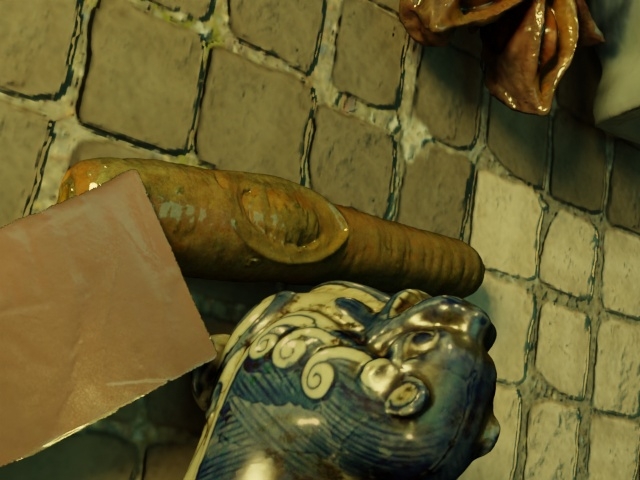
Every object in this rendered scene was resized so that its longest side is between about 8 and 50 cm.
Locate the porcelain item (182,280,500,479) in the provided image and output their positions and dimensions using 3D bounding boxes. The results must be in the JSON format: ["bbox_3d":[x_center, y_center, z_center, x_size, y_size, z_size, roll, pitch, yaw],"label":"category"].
[{"bbox_3d":[-0.013,0.153,0.491,0.138,0.186,0.288,41,63,-30],"label":"porcelain item"}]

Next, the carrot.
[{"bbox_3d":[-0.001,0.001,0.594,0.342,0.070,0.070,9,79,-38],"label":"carrot"}]

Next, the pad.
[{"bbox_3d":[-0.155,0.052,0.466,0.187,0.006,0.113,-27,104,-18],"label":"pad"}]

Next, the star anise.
[{"bbox_3d":[0.128,-0.213,0.708,0.214,0.099,0.220,38,67,-14],"label":"star anise"}]

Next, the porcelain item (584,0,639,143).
[{"bbox_3d":[0.329,-0.291,0.788,0.178,0.242,0.405,11,82,-15],"label":"porcelain item"}]
